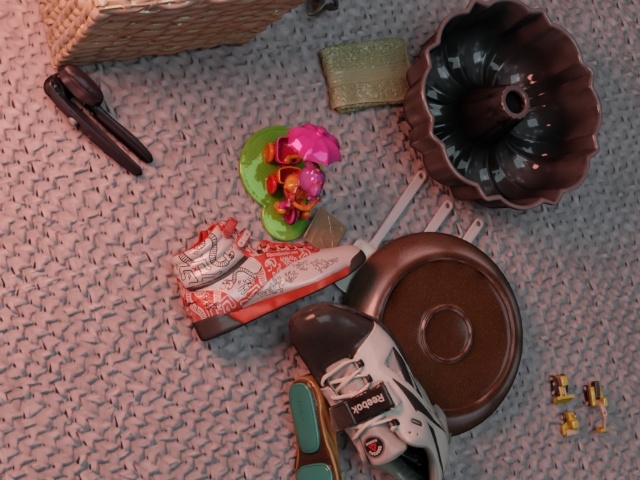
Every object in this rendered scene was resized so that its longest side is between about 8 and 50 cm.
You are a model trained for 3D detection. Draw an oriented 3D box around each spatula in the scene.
[{"bbox_3d":[0.139,0.018,1.831,0.168,0.019,0.242,39,69,-10],"label":"spatula"}]

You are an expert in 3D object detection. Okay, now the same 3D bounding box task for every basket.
[{"bbox_3d":[-0.205,-0.403,1.606,0.331,0.328,0.266,-13,90,-24],"label":"basket"}]

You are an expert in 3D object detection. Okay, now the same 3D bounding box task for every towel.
[{"bbox_3d":[0.074,-0.254,1.848,0.148,0.027,0.110,-11,84,-23],"label":"towel"}]

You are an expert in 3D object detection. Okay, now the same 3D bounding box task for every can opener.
[{"bbox_3d":[-0.306,-0.160,1.665,0.059,0.073,0.186,-44,111,-15],"label":"can opener"}]

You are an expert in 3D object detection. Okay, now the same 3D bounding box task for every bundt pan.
[{"bbox_3d":[0.264,-0.198,1.853,0.331,0.124,0.331,5,80,-26],"label":"bundt pan"}]

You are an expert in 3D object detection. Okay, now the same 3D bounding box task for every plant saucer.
[{"bbox_3d":[0.178,0.139,1.798,0.310,0.050,0.310,2,84,-24],"label":"plant saucer"}]

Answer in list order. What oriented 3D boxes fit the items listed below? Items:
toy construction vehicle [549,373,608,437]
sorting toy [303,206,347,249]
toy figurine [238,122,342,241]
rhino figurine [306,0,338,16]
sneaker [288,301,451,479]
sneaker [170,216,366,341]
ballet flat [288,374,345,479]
[{"bbox_3d":[0.405,0.254,1.886,0.086,0.035,0.098,-2,81,-22],"label":"toy construction vehicle"},{"bbox_3d":[0.000,0.000,1.776,0.062,0.012,0.083,40,67,-29],"label":"sorting toy"},{"bbox_3d":[-0.029,-0.095,1.707,0.130,0.159,0.173,1,81,-22],"label":"toy figurine"},{"bbox_3d":[0.018,-0.444,1.835,0.106,0.073,0.243,25,74,-20],"label":"rhino figurine"},{"bbox_3d":[0.076,0.224,1.652,0.330,0.122,0.146,48,24,-22],"label":"sneaker"},{"bbox_3d":[-0.075,0.023,1.698,0.270,0.090,0.145,-24,92,-17],"label":"sneaker"},{"bbox_3d":[0.005,0.304,1.699,0.073,0.080,0.232,3,81,-51],"label":"ballet flat"}]
